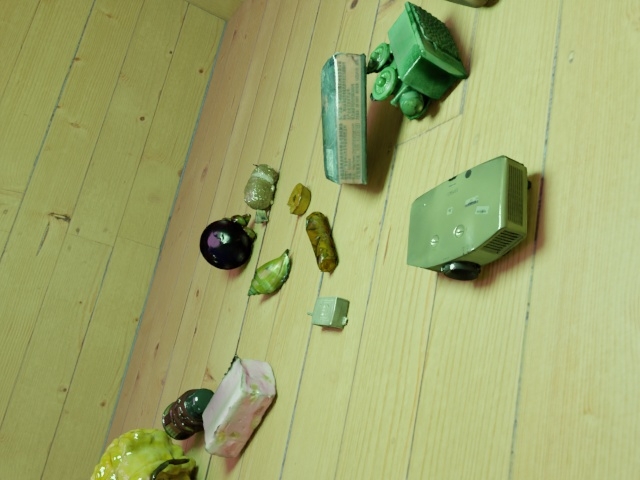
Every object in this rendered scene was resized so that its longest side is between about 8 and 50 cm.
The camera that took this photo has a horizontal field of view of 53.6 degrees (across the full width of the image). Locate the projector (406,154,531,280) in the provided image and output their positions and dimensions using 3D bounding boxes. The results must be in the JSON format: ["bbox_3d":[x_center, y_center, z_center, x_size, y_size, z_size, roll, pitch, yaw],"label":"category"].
[{"bbox_3d":[0.270,-0.025,1.178,0.269,0.088,0.194,-27,49,56],"label":"projector"}]

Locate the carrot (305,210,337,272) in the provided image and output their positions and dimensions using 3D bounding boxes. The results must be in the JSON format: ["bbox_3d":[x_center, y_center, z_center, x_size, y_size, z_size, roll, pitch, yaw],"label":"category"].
[{"bbox_3d":[0.001,0.000,1.737,0.069,0.069,0.229,-56,29,27],"label":"carrot"}]

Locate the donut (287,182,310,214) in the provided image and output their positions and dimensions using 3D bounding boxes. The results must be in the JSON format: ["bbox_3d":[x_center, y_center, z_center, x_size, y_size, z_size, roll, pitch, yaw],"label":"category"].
[{"bbox_3d":[-0.065,-0.128,1.978,0.097,0.043,0.108,-57,27,27],"label":"donut"}]

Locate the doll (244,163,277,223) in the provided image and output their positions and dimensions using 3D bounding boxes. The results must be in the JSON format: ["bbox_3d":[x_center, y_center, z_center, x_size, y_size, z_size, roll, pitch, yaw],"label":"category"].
[{"bbox_3d":[-0.216,-0.165,2.245,0.105,0.115,0.221,-6,73,51],"label":"doll"}]

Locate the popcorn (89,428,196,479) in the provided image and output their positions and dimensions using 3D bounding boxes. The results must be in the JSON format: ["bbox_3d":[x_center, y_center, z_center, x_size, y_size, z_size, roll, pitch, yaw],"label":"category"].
[{"bbox_3d":[-0.544,0.752,1.975,0.381,0.349,0.349,-44,35,49],"label":"popcorn"}]

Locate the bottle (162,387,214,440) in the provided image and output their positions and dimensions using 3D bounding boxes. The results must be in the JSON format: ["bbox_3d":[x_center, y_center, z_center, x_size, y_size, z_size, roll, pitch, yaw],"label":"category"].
[{"bbox_3d":[-0.411,0.558,2.065,0.156,0.143,0.271,-39,-3,-42],"label":"bottle"}]

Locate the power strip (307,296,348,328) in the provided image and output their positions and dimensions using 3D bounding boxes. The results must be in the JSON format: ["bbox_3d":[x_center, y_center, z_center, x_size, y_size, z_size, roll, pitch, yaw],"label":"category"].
[{"bbox_3d":[0.011,0.182,1.598,0.175,0.042,0.075,-12,62,61],"label":"power strip"}]

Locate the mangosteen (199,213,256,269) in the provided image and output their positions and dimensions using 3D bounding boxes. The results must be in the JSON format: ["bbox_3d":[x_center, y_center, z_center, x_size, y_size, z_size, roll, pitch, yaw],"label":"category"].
[{"bbox_3d":[-0.324,-0.004,2.269,0.230,0.194,0.194,-52,15,-30],"label":"mangosteen"}]

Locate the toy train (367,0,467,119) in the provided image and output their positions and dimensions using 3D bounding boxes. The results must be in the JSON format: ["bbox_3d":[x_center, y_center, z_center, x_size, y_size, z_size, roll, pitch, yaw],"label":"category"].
[{"bbox_3d":[0.216,-0.417,1.510,0.202,0.145,0.266,-47,33,35],"label":"toy train"}]

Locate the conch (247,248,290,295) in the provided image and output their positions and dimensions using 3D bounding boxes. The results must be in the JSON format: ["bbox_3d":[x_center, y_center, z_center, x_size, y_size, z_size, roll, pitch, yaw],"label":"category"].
[{"bbox_3d":[-0.156,0.114,1.957,0.201,0.079,0.095,-38,58,35],"label":"conch"}]

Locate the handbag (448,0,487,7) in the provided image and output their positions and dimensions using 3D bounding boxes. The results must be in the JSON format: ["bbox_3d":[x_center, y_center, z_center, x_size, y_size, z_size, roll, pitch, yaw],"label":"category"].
[{"bbox_3d":[0.254,-0.661,1.448,0.149,0.283,0.302,-59,27,18],"label":"handbag"}]

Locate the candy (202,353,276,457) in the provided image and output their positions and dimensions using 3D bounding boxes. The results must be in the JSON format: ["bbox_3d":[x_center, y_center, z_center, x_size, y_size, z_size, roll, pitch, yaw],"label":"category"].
[{"bbox_3d":[-0.237,0.472,1.798,0.265,0.115,0.155,-59,28,21],"label":"candy"}]

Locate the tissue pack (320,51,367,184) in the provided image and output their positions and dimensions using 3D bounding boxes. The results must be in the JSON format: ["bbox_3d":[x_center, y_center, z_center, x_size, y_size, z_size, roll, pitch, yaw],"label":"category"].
[{"bbox_3d":[0.059,-0.305,1.620,0.228,0.103,0.316,-130,38,-78],"label":"tissue pack"}]
